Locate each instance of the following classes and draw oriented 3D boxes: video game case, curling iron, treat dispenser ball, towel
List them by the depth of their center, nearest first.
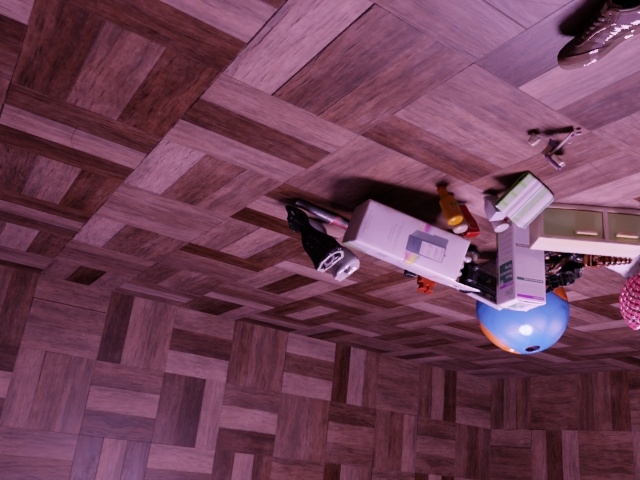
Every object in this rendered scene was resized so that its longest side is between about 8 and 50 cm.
[{"bbox_3d":[0.493,-0.098,1.452,0.152,0.023,0.113,28,111,-42],"label":"towel"},{"bbox_3d":[0.028,-0.058,1.744,0.274,0.035,0.068,24,153,-39],"label":"curling iron"},{"bbox_3d":[0.542,0.131,1.845,0.190,0.173,0.022,29,145,56],"label":"video game case"},{"bbox_3d":[0.651,0.221,1.944,0.287,0.288,0.288,6,160,2],"label":"treat dispenser ball"}]

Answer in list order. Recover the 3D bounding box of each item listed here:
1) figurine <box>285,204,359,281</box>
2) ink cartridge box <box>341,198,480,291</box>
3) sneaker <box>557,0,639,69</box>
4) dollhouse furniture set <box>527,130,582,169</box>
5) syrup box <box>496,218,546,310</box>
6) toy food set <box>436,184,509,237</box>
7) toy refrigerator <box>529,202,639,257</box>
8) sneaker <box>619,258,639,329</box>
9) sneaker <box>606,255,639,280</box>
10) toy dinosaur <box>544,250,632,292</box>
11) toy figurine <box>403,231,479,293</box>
[{"bbox_3d":[0.000,0.000,1.707,0.092,0.209,0.215,-42,153,8],"label":"figurine"},{"bbox_3d":[0.251,0.017,1.591,0.353,0.119,0.207,22,175,-6],"label":"ink cartridge box"},{"bbox_3d":[0.429,-0.327,0.891,0.071,0.066,0.188,37,142,-25],"label":"sneaker"},{"bbox_3d":[0.498,-0.203,1.255,0.081,0.091,0.114,-48,162,17],"label":"dollhouse furniture set"},{"bbox_3d":[0.541,0.064,1.629,0.096,0.237,0.093,10,160,-11],"label":"syrup box"},{"bbox_3d":[0.400,-0.082,1.531,0.232,0.105,0.111,-7,150,-17],"label":"toy food set"},{"bbox_3d":[0.682,-0.028,1.535,0.269,0.102,0.094,6,160,4],"label":"toy refrigerator"},{"bbox_3d":[0.932,0.121,1.653,0.111,0.121,0.299,7,118,-14],"label":"sneaker"},{"bbox_3d":[0.959,0.098,1.752,0.296,0.130,0.111,13,161,-15],"label":"sneaker"},{"bbox_3d":[0.701,0.047,1.727,0.321,0.165,0.218,-26,167,30],"label":"toy dinosaur"},{"bbox_3d":[0.367,0.062,1.827,0.212,0.148,0.209,-4,151,32],"label":"toy figurine"}]
